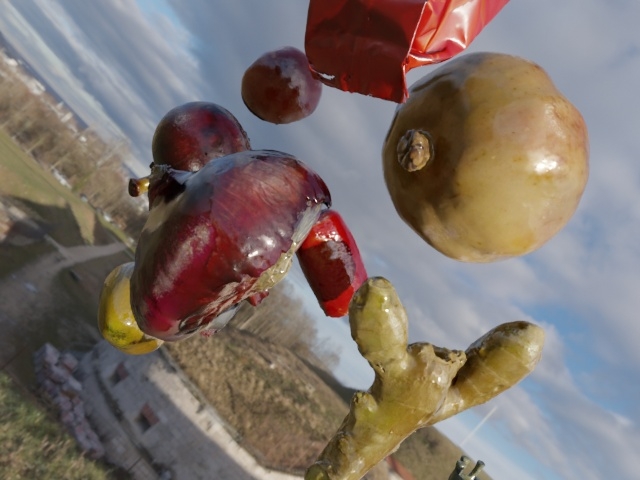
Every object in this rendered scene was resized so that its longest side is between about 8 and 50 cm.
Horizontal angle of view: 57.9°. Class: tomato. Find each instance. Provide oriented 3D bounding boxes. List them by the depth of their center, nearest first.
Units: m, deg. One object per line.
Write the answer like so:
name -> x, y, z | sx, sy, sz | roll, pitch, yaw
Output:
tomato -> -0.089, -0.413, 1.498 | 0.199, 0.228, 0.112 | 44, -17, 0

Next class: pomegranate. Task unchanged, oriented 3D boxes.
pomegranate -> 0.300, -0.164, 1.118 | 0.411, 0.411, 0.411 | 45, -8, 8

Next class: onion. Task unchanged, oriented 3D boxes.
onion -> -0.126, -0.010, 0.682 | 0.195, 0.272, 0.272 | 48, -8, 4

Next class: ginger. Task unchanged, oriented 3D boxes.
ginger -> 0.155, 0.246, 0.925 | 0.363, 0.348, 0.122 | 13, 19, -32

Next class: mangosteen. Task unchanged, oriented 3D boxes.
mangosteen -> -0.262, -0.148, 1.163 | 0.235, 0.261, 0.235 | -22, 90, -89

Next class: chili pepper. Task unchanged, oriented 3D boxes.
chili pepper -> 0.004, 0.000, 1.234 | 0.131, 0.134, 0.338 | -68, 140, -61

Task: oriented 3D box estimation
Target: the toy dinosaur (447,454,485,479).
toy dinosaur -> 0.319, 0.613, 1.370 | 0.075, 0.188, 0.247 | 26, 9, 11

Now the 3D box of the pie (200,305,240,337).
pie -> -0.183, 0.116, 1.079 | 0.038, 0.153, 0.153 | 34, -11, 11

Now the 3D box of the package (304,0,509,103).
package -> 0.153, -0.360, 0.793 | 0.196, 0.423, 0.123 | 25, -28, 37

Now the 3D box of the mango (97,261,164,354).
mango -> -0.414, 0.152, 1.294 | 0.173, 0.211, 0.317 | 8, -7, -7
